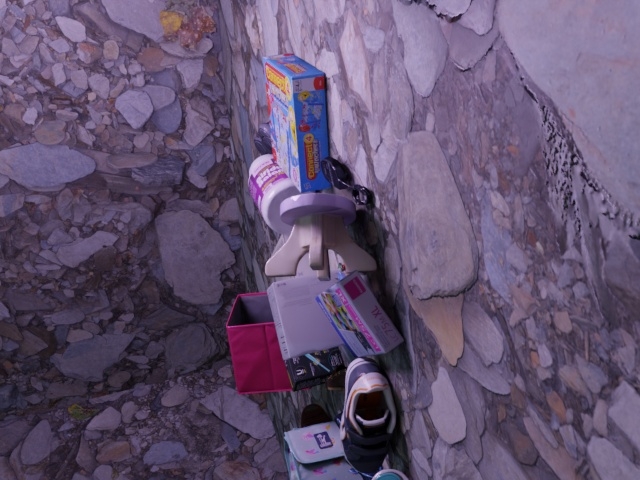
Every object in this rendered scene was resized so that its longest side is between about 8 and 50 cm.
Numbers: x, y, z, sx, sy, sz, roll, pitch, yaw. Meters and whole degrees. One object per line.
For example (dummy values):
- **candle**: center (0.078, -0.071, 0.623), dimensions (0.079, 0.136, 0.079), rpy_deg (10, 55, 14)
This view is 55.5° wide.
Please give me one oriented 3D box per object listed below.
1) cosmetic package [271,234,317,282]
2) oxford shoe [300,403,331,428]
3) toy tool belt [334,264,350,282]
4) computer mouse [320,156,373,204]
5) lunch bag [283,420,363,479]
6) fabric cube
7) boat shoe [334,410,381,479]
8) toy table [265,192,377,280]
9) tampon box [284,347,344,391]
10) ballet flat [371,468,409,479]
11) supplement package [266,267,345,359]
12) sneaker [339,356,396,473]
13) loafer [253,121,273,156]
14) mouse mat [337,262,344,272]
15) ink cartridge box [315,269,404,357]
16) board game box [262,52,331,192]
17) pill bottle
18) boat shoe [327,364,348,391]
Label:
- **cosmetic package**: center (-0.074, 0.076, 1.937), dimensions (0.309, 0.113, 0.160), rpy_deg (131, 126, -71)
- **oxford shoe**: center (0.008, 0.754, 2.141), dimensions (0.130, 0.123, 0.348), rpy_deg (93, 162, -60)
- **toy tool belt**: center (0.060, 0.099, 1.562), dimensions (0.052, 0.051, 0.083), rpy_deg (108, 148, -62)
- **computer mouse**: center (0.065, -0.140, 1.404), dimensions (0.242, 0.041, 0.071), rpy_deg (45, 153, 54)
- **lunch bag**: center (0.016, 0.687, 1.847), dimensions (0.160, 0.223, 0.262), rpy_deg (122, 137, -62)
- **fabric cube**: center (-0.159, 0.339, 2.071), dimensions (0.254, 0.259, 0.258), rpy_deg (-85, -11, -72)
- **boat shoe**: center (0.106, 0.606, 1.707), dimensions (0.109, 0.089, 0.258), rpy_deg (96, 157, -50)
- **toy table**: center (0.000, 0.000, 1.394), dimensions (0.274, 0.252, 0.160), rpy_deg (30, -123, -70)
- **tampon box**: center (-0.023, 0.378, 1.876), dimensions (0.101, 0.161, 0.120), rpy_deg (103, 153, -58)
- **ballet flat**: center (0.209, 0.728, 1.384), dimensions (0.139, 0.139, 0.400), rpy_deg (104, 155, -59)
- **supplement package**: center (-0.026, 0.203, 1.658), dimensions (0.149, 0.194, 0.203), rpy_deg (131, 127, -73)
- **sneaker**: center (0.114, 0.456, 1.484), dimensions (0.127, 0.126, 0.321), rpy_deg (-123, 27, -68)
- **loafer**: center (-0.150, -0.335, 2.004), dimensions (0.109, 0.095, 0.302), rpy_deg (48, 170, -2)
- **mouse mat**: center (0.064, 0.166, 1.690), dimensions (0.189, 0.007, 0.152), rpy_deg (101, 154, -58)
- **ink cartridge box**: center (0.078, 0.184, 1.439), dimensions (0.185, 0.065, 0.311), rpy_deg (56, 165, 4)
- **board game box**: center (-0.066, -0.325, 1.646), dimensions (0.308, 0.086, 0.302), rpy_deg (-127, 28, -59)
- **pill bottle**: center (-0.124, -0.153, 1.834), dimensions (0.301, 0.169, 0.169), rpy_deg (-126, 28, -57)
- **boat shoe**: center (0.068, 0.389, 1.731), dimensions (0.207, 0.073, 0.073), rpy_deg (147, 112, -67)
